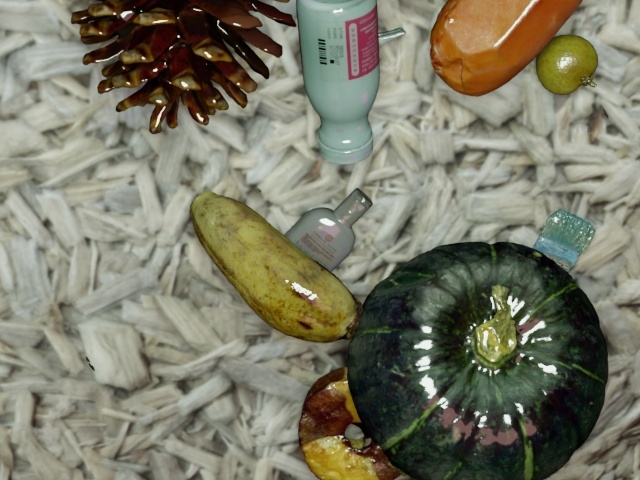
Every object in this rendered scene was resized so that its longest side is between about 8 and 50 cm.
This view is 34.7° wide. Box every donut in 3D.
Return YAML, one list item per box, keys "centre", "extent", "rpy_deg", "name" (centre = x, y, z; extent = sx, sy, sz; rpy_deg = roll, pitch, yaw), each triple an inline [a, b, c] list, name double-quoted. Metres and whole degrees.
- centre: [0.049, 0.253, 1.416]
  extent: [0.166, 0.073, 0.184]
  rpy_deg: [-24, 113, 4]
  name: "donut"

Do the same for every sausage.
- centre: [0.228, -0.280, 1.178]
  extent: [0.133, 0.133, 0.258]
  rpy_deg: [33, 106, -17]
  name: "sausage"

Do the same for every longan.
- centre: [0.301, -0.209, 1.240]
  extent: [0.075, 0.083, 0.075]
  rpy_deg: [-30, 152, -18]
  name: "longan"

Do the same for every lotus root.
- centre: [-0.063, 0.040, 1.260]
  extent: [0.258, 0.097, 0.110]
  rpy_deg: [39, 147, 16]
  name: "lotus root"

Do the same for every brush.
- centre: [0.295, 0.050, 1.381]
  extent: [0.070, 0.021, 0.196]
  rpy_deg: [23, 109, -12]
  name: "brush"

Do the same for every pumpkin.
- centre: [0.193, 0.154, 1.272]
  extent: [0.323, 0.241, 0.323]
  rpy_deg: [1, 75, -4]
  name: "pumpkin"

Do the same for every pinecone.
- centre: [-0.150, -0.243, 1.106]
  extent: [0.264, 0.264, 0.264]
  rpy_deg: [-2, 113, -5]
  name: "pinecone"

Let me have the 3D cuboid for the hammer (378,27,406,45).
- centre: [0.093, -0.341, 1.194]
  extent: [0.103, 0.029, 0.246]
  rpy_deg: [24, 107, -14]
  name: "hammer"

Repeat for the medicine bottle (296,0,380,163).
- centre: [0.024, -0.194, 1.194]
  extent: [0.091, 0.090, 0.216]
  rpy_deg: [-7, 131, -2]
  name: "medicine bottle"

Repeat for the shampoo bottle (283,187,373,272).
- centre: [0.000, 0.000, 1.321]
  extent: [0.080, 0.040, 0.165]
  rpy_deg: [41, 103, -12]
  name: "shampoo bottle"
